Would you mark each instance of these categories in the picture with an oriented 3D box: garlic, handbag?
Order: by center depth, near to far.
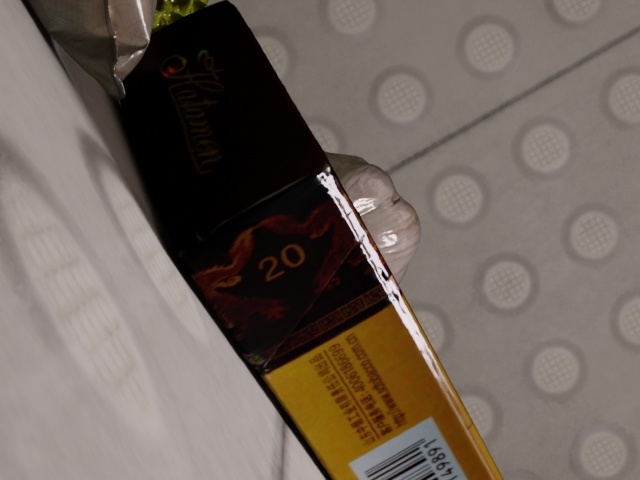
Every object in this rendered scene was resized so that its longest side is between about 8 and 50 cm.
[{"bbox_3d":[-0.159,-0.233,0.826,0.270,0.117,0.182,-116,-156,-50],"label":"handbag"},{"bbox_3d":[0.000,0.000,1.629,0.212,0.218,0.218,-36,98,-51],"label":"garlic"}]

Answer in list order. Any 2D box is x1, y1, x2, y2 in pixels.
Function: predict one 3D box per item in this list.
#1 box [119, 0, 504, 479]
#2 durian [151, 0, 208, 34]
[{"bbox_3d":[0.002,0.047,0.981,0.415,0.116,0.264,59,3,-39],"label":"box"},{"bbox_3d":[-0.201,-0.271,1.321,0.355,0.157,0.169,-117,-147,-57],"label":"durian"}]
